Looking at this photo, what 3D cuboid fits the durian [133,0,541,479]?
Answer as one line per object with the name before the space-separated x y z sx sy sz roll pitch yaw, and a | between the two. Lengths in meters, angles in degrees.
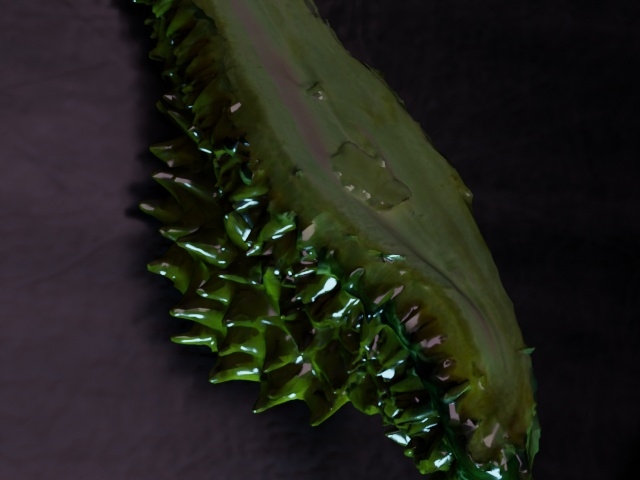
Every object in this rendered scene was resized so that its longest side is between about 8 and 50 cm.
durian | -0.001 -0.002 0.655 0.132 0.106 0.375 -21 70 -28
